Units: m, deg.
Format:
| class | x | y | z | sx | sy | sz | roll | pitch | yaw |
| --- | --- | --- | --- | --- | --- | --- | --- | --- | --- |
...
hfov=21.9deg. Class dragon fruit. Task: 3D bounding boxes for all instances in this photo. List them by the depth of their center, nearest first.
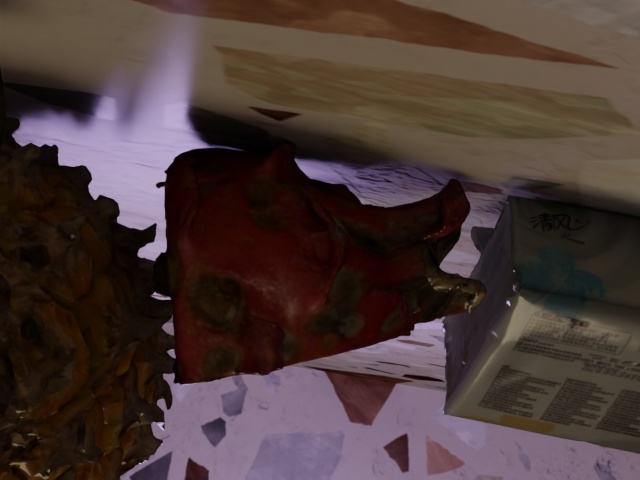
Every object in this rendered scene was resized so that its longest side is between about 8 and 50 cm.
| class | x | y | z | sx | sy | sz | roll | pitch | yaw |
| --- | --- | --- | --- | --- | --- | --- | --- | --- | --- |
| dragon fruit | 0.000 | 0.000 | 1.085 | 0.211 | 0.134 | 0.262 | -1 | -172 | -3 |

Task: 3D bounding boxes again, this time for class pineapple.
| class | x | y | z | sx | sy | sz | roll | pitch | yaw |
| --- | --- | --- | --- | --- | --- | --- | --- | --- | --- |
| pineapple | -0.264 | 0.081 | 1.088 | 0.352 | 0.352 | 0.300 | 10 | 179 | 4 |

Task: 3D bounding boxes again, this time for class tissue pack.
| class | x | y | z | sx | sy | sz | roll | pitch | yaw |
| --- | --- | --- | --- | --- | --- | --- | --- | --- | --- |
| tissue pack | 0.214 | 0.048 | 1.136 | 0.229 | 0.145 | 0.159 | 11 | 139 | -9 |

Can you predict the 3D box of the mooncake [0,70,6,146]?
| class | x | y | z | sx | sy | sz | roll | pitch | yaw |
| --- | --- | --- | --- | --- | --- | --- | --- | --- | --- |
| mooncake | -0.256 | -0.059 | 0.662 | 0.234 | 0.235 | 0.117 | 11 | 174 | -3 |
